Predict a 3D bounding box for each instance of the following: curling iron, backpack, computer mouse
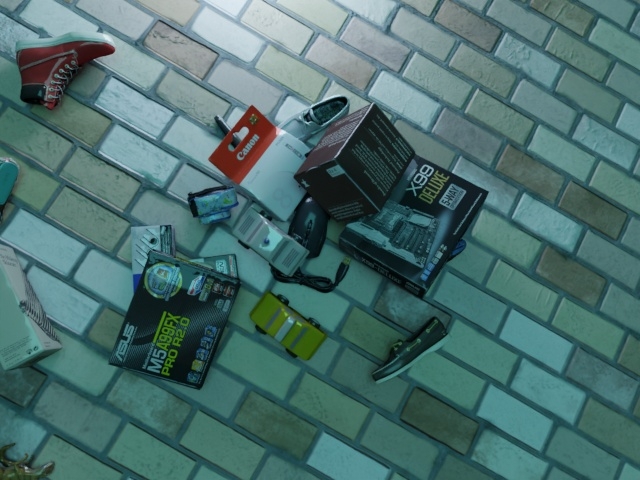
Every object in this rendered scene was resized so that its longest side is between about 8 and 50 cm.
[{"bbox_3d":[-0.196,-0.206,1.299,0.068,0.035,0.274,-30,85,-10],"label":"curling iron"},{"bbox_3d":[-0.257,-0.088,1.242,0.114,0.105,0.084,-18,105,-10],"label":"backpack"},{"bbox_3d":[0.000,0.000,1.274,0.184,0.060,0.262,21,79,-2],"label":"computer mouse"}]

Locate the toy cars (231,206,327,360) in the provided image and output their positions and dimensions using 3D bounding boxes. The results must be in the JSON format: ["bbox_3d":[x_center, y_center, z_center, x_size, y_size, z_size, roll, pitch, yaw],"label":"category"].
[{"bbox_3d":[-0.101,0.103,1.208,0.176,0.087,0.393,-12,89,3],"label":"toy cars"}]

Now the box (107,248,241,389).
[{"bbox_3d":[-0.329,0.180,1.167,0.216,0.060,0.270,21,88,-15],"label":"box"}]

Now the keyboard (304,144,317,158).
[{"bbox_3d":[0.030,-0.157,1.285,0.108,0.023,0.180,-43,107,-25],"label":"keyboard"}]

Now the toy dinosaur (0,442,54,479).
[{"bbox_3d":[-0.702,0.513,1.111,0.211,0.064,0.112,-14,84,-8],"label":"toy dinosaur"}]

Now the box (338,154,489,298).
[{"bbox_3d":[0.227,-0.049,1.250,0.242,0.076,0.307,32,71,17],"label":"box"}]

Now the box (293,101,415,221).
[{"bbox_3d":[0.082,-0.180,1.207,0.167,0.168,0.203,45,61,-22],"label":"box"}]

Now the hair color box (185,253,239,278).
[{"bbox_3d":[-0.272,0.077,1.240,0.141,0.043,0.072,-8,83,-7],"label":"hair color box"}]

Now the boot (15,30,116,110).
[{"bbox_3d":[-0.623,-0.414,1.265,0.244,0.088,0.176,-9,82,0],"label":"boot"}]

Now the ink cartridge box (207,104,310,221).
[{"bbox_3d":[-0.124,-0.187,1.241,0.232,0.066,0.189,44,70,-29],"label":"ink cartridge box"}]

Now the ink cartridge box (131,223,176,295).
[{"bbox_3d":[-0.398,0.068,1.226,0.097,0.046,0.207,-4,82,-7],"label":"ink cartridge box"}]

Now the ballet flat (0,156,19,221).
[{"bbox_3d":[-0.793,-0.089,1.203,0.077,0.091,0.241,14,73,27],"label":"ballet flat"}]

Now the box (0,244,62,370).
[{"bbox_3d":[-0.701,0.148,1.148,0.094,0.113,0.275,-28,86,-10],"label":"box"}]

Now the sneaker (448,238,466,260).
[{"bbox_3d":[0.265,0.024,1.291,0.221,0.083,0.087,-12,77,-10],"label":"sneaker"}]

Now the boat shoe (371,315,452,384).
[{"bbox_3d":[0.212,0.268,1.246,0.228,0.081,0.068,-29,82,-17],"label":"boat shoe"}]

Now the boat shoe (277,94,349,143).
[{"bbox_3d":[-0.025,-0.312,1.312,0.227,0.081,0.079,-30,86,-8],"label":"boat shoe"}]
